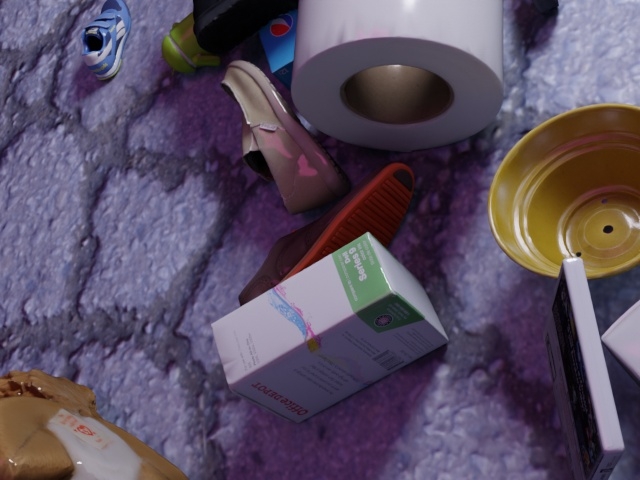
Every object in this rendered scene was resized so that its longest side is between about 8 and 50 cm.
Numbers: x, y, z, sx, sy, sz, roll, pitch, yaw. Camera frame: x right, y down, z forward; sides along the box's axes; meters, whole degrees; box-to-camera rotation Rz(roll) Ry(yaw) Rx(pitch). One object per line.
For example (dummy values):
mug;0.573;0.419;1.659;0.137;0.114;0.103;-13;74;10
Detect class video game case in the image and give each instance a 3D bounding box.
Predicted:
video game case;0.249;0.139;1.048;0.022;0.173;0.190;-6;61;1

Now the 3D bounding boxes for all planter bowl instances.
planter bowl;0.293;-0.032;1.147;0.217;0.090;0.217;-17;51;22

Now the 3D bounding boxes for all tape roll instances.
tape roll;0.092;-0.236;1.277;0.246;0.246;0.169;-9;63;27

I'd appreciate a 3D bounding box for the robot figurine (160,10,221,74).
robot figurine;-0.180;-0.289;1.572;0.115;0.067;0.101;-40;52;8

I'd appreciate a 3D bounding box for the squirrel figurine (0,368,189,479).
squirrel figurine;-0.377;0.362;1.285;0.370;0.281;0.397;-59;38;6

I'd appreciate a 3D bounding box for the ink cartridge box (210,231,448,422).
ink cartridge box;0.010;0.103;1.211;0.212;0.154;0.093;-32;55;13

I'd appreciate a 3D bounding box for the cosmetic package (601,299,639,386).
cosmetic package;0.385;0.121;0.986;0.151;0.151;0.184;-44;52;5

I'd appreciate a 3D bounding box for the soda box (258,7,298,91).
soda box;-0.047;-0.306;1.502;0.071;0.067;0.210;-29;55;16

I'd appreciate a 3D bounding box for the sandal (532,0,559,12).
sandal;0.257;-0.398;1.360;0.054;0.097;0.255;-24;67;20

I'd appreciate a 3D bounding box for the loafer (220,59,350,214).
loafer;-0.066;-0.134;1.407;0.092;0.102;0.268;-39;54;1

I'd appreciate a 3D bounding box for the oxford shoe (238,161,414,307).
oxford shoe;0.000;0.000;1.309;0.271;0.097;0.098;-47;47;2

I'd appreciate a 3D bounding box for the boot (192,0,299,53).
boot;-0.092;-0.394;1.468;0.246;0.094;0.207;-30;59;22

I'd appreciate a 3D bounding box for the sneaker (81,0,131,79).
sneaker;-0.333;-0.322;1.683;0.053;0.059;0.144;-11;61;28
